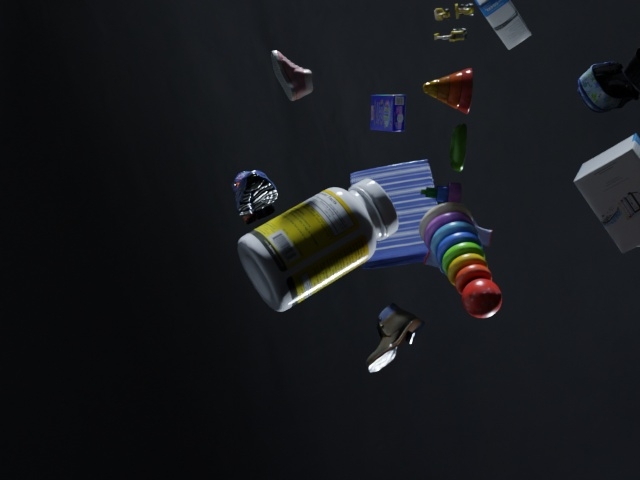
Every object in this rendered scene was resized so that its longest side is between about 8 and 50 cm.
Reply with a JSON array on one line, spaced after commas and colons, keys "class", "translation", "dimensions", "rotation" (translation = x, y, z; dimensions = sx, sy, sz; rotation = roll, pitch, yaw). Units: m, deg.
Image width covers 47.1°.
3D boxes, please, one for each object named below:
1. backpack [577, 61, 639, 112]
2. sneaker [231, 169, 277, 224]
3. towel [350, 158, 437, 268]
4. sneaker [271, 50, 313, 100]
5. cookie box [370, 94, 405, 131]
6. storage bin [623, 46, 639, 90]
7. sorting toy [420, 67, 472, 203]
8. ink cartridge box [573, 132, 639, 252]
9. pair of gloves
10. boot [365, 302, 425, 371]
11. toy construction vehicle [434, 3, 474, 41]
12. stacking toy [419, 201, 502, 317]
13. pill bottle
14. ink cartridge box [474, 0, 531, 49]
[{"class": "backpack", "translation": [0.622, -0.333, 1.618], "dimensions": [0.114, 0.084, 0.105], "rotation": [-11, 68, -36]}, {"class": "sneaker", "translation": [-0.137, -0.093, 1.395], "dimensions": [0.087, 0.083, 0.221], "rotation": [62, -12, 7]}, {"class": "towel", "translation": [0.216, -0.075, 2.085], "dimensions": [0.040, 0.243, 0.336], "rotation": [71, 12, -55]}, {"class": "sneaker", "translation": [-0.062, -0.385, 1.686], "dimensions": [0.134, 0.070, 0.051], "rotation": [63, -16, 18]}, {"class": "cookie box", "translation": [0.170, -0.325, 1.866], "dimensions": [0.040, 0.107, 0.092], "rotation": [-5, 103, -28]}, {"class": "storage bin", "translation": [0.773, -0.363, 1.598], "dimensions": [0.180, 0.122, 0.084], "rotation": [49, -8, 15]}, {"class": "sorting toy", "translation": [0.322, -0.276, 1.944], "dimensions": [0.127, 0.126, 0.366], "rotation": [-66, 161, -84]}, {"class": "ink cartridge box", "translation": [0.804, -0.123, 1.906], "dimensions": [0.233, 0.168, 0.171], "rotation": [55, 33, -3]}, {"class": "pair of gloves", "translation": [0.367, 0.011, 1.935], "dimensions": [0.023, 0.159, 0.198], "rotation": [96, 14, -75]}, {"class": "boot", "translation": [0.168, 0.252, 1.919], "dimensions": [0.219, 0.106, 0.082], "rotation": [-34, 150, -34]}, {"class": "toy construction vehicle", "translation": [0.316, -0.519, 1.752], "dimensions": [0.035, 0.098, 0.086], "rotation": [-48, 137, -45]}, {"class": "stacking toy", "translation": [0.347, 0.058, 1.761], "dimensions": [0.141, 0.141, 0.330], "rotation": [56, 12, -41]}, {"class": "pill bottle", "translation": [0.000, 0.000, 1.627], "dimensions": [0.188, 0.334, 0.188], "rotation": [51, -20, 27]}, {"class": "ink cartridge box", "translation": [0.540, -0.701, 2.228], "dimensions": [0.203, 0.086, 0.148], "rotation": [39, 26, -40]}]
